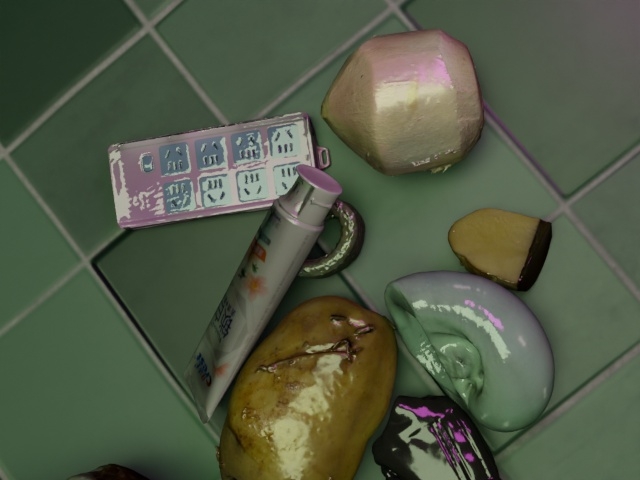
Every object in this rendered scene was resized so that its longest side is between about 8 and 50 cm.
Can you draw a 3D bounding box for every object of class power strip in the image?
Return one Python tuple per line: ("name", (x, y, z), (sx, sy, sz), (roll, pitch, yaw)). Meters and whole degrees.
("power strip", (-0.127, -0.083, 1.495), (0.279, 0.037, 0.109), (-9, 86, 11))

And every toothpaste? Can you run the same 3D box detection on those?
("toothpaste", (-0.076, 0.062, 1.418), (0.323, 0.066, 0.100), (-60, 35, 20))

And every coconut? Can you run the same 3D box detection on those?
("coconut", (0.092, -0.153, 1.395), (0.183, 0.171, 0.171), (-14, 85, 7))

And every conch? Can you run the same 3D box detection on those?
("conch", (0.168, 0.115, 1.378), (0.221, 0.121, 0.185), (50, 138, 1))

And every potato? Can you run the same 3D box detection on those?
("potato", (0.202, 0.011, 1.413), (0.103, 0.066, 0.096), (24, 62, 21))
("potato", (-0.023, 0.207, 1.410), (0.173, 0.140, 0.300), (24, 88, 7))

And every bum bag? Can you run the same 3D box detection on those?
("bum bag", (0.160, 0.325, 1.395), (0.142, 0.080, 0.326), (-29, 86, 14))

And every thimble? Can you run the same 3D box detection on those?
("thimble", (0.000, 0.000, 1.454), (0.110, 0.062, 0.084), (-39, 78, 7))

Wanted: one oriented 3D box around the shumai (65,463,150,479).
("shumai", (-0.285, 0.416, 1.386), (0.323, 0.397, 0.324), (-41, 85, -21))
